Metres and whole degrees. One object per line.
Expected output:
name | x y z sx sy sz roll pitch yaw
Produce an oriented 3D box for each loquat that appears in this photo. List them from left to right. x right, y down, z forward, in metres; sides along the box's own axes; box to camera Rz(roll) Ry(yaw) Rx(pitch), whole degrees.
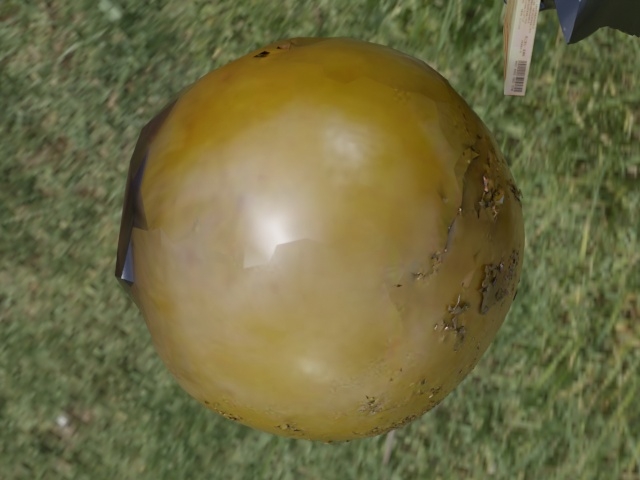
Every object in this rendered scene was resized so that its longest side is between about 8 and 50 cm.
loquat | 0.000 0.000 0.923 0.235 0.235 0.235 4 114 10

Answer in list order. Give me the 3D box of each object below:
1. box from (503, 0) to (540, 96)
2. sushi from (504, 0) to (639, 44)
box | 0.122 -0.140 0.991 0.015 0.058 0.093 2 140 0
sushi | 0.231 -0.309 1.419 0.212 0.227 0.215 32 118 30
